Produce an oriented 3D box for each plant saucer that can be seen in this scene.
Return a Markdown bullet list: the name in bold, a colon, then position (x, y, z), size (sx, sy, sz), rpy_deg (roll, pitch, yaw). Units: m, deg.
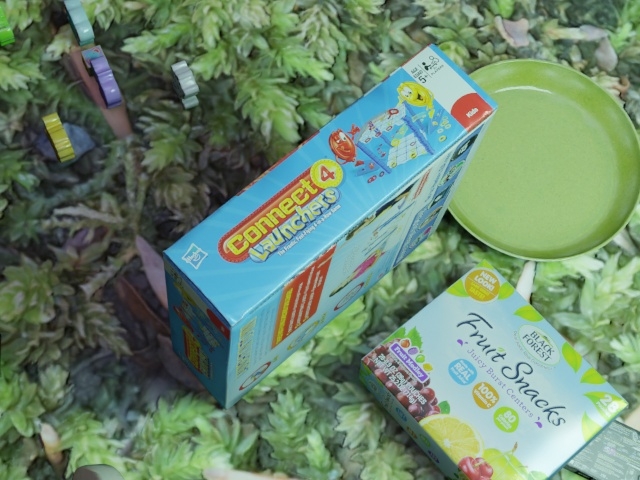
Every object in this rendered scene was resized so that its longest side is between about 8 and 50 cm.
- **plant saucer**: position (0.235, -0.085, 1.291), size (0.241, 0.037, 0.240), rpy_deg (2, 70, -6)

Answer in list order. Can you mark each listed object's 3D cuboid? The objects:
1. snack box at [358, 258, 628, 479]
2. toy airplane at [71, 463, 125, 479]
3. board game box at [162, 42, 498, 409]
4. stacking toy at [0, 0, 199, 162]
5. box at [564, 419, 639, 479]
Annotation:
- **snack box**: position (0.170, 0.150, 1.174), size (0.174, 0.070, 0.207), rpy_deg (-37, 72, -16)
- **toy airplane**: position (-0.181, 0.433, 0.941), size (0.384, 0.272, 0.386), rpy_deg (47, 105, 23)
- **board game box**: position (0.000, 0.000, 1.092), size (0.302, 0.308, 0.086), rpy_deg (-39, 78, -18)
- **stacking toy**: position (-0.250, -0.207, 1.275), size (0.167, 0.052, 0.221), rpy_deg (-24, 74, -14)
- **box**: position (0.292, 0.216, 1.200), size (0.083, 0.018, 0.067), rpy_deg (25, 70, 3)
